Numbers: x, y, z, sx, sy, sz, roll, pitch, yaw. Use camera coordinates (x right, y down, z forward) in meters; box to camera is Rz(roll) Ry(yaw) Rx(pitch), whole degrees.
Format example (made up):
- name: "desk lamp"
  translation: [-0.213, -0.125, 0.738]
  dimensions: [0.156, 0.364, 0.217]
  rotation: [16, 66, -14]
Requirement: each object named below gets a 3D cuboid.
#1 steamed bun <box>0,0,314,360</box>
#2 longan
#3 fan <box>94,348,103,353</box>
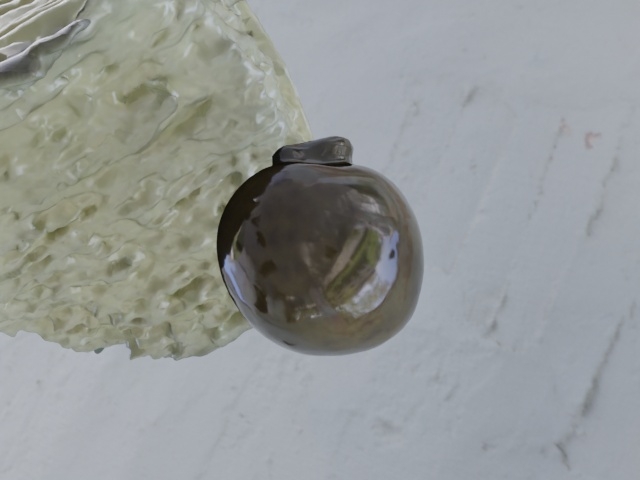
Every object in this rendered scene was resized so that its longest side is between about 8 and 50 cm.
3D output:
- name: "steamed bun"
  translation: [-0.145, -0.050, 0.661]
  dimensions: [0.291, 0.272, 0.273]
  rotation: [-23, -145, 11]
- name: "longan"
  translation: [0.000, 0.000, 0.505]
  dimensions: [0.106, 0.106, 0.119]
  rotation: [-11, -111, 21]
- name: "fan"
  translation: [-0.229, 0.092, 1.065]
  dimensions: [0.003, 0.080, 0.060]
  rotation: [13, -87, 12]
